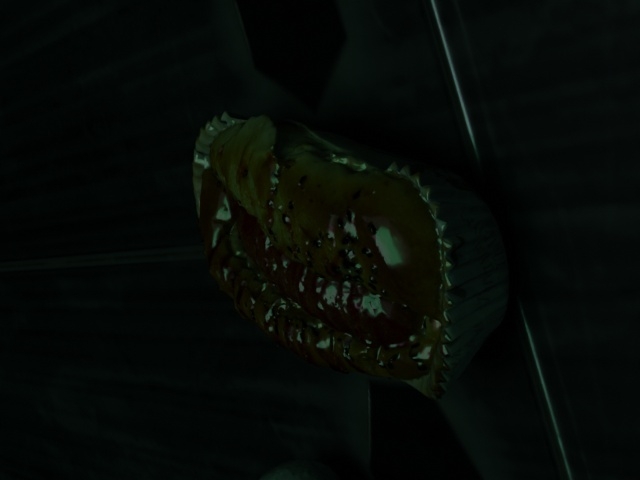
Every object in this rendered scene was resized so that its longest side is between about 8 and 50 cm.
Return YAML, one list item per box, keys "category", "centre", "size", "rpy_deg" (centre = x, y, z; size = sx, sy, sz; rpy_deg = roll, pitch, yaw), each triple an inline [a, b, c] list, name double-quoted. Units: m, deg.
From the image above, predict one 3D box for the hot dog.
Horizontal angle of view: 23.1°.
- category: "hot dog"
  centre: [0.000, 0.000, 0.600]
  size: [0.192, 0.053, 0.099]
  rpy_deg: [24, 125, 53]

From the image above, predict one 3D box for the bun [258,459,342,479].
- category: "bun"
  centre: [-0.003, 0.136, 0.708]
  size: [0.083, 0.045, 0.083]
  rpy_deg: [36, 136, 46]
